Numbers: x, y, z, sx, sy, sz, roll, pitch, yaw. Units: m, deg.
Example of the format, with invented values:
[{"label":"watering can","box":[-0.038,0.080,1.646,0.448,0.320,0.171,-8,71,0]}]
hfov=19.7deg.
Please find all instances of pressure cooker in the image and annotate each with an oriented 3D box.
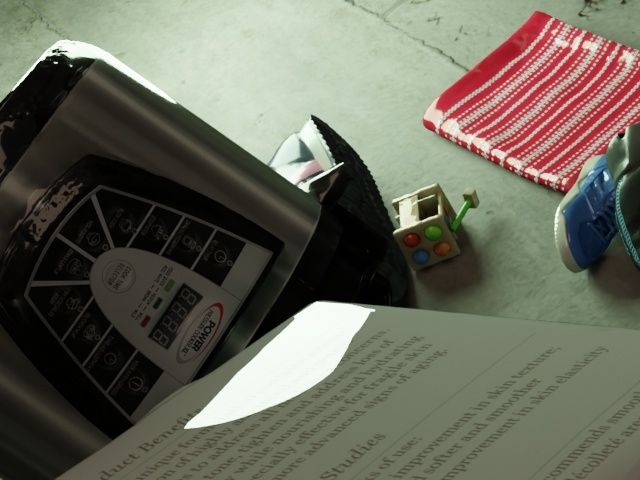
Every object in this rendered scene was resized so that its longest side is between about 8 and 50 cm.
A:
[{"label":"pressure cooker","box":[-0.153,0.070,1.627,0.370,0.420,0.375,-49,9,36]}]

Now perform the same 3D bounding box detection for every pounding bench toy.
[{"label":"pounding bench toy","box":[0.119,-0.017,1.834,0.083,0.052,0.065,-21,34,16]}]

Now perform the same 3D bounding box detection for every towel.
[{"label":"towel","box":[0.247,-0.148,1.927,0.199,0.031,0.275,-41,34,-12]}]

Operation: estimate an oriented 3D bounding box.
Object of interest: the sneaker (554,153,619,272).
[{"label":"sneaker","box":[0.276,-0.034,1.724,0.084,0.058,0.152,-15,29,38]}]

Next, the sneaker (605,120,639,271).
[{"label":"sneaker","box":[0.424,-0.050,1.606,0.340,0.125,0.140,-13,65,22]}]

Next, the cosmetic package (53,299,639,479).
[{"label":"cosmetic package","box":[0.079,0.258,1.180,0.393,0.327,0.329,4,27,42]}]

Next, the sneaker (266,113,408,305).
[{"label":"sneaker","box":[0.000,0.000,1.885,0.131,0.112,0.319,-42,27,15]}]
